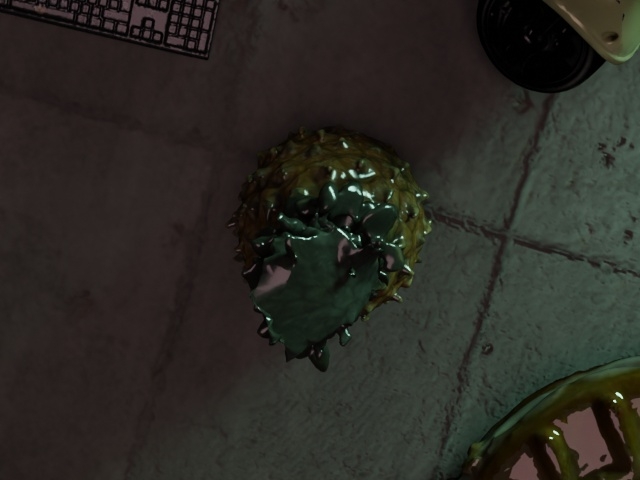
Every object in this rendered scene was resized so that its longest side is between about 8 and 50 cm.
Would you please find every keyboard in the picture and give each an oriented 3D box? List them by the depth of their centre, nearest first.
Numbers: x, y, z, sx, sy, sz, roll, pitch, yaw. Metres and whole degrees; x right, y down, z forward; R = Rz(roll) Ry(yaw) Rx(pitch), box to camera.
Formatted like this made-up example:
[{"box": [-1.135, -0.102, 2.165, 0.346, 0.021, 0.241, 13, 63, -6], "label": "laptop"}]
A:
[{"box": [-0.179, -0.195, 0.897, 0.198, 0.010, 0.064, 13, 102, -2], "label": "keyboard"}]

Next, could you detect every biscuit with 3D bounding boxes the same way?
[{"box": [0.283, 0.223, 0.915, 0.366, 0.115, 0.268, 14, 100, -3], "label": "biscuit"}]

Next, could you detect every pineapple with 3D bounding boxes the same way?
[{"box": [0.000, 0.000, 0.796, 0.157, 0.279, 0.158, 1, 100, 4], "label": "pineapple"}]

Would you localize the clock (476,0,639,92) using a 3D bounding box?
[{"box": [0.172, -0.284, 0.742, 0.120, 0.276, 0.379, -45, 117, -36], "label": "clock"}]
